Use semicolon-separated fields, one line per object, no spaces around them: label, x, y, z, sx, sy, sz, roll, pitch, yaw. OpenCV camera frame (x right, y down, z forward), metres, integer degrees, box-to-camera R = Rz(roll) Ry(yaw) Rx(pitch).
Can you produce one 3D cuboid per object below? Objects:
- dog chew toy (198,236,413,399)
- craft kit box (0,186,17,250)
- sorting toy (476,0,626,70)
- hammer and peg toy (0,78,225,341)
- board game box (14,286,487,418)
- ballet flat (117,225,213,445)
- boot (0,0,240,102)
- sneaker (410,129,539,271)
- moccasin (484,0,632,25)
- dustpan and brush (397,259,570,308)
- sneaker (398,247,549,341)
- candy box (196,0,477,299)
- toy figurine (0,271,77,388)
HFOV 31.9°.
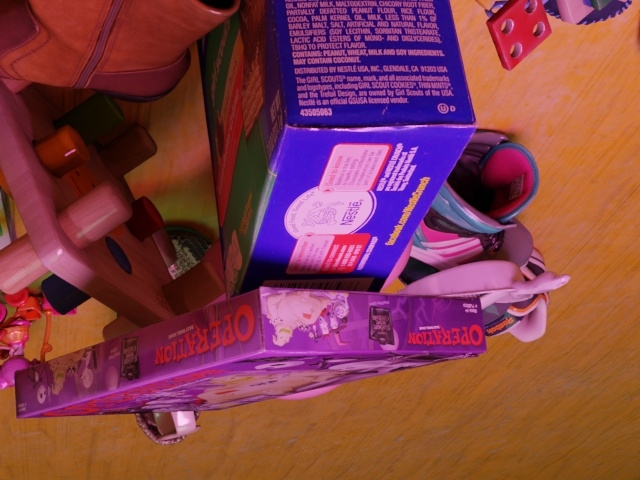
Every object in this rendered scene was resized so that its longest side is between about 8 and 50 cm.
dog chew toy;0.000;0.000;1.168;0.207;0.206;0.331;14;112;-39
craft kit box;-0.454;-0.025;1.179;0.250;0.061;0.246;-3;151;-12
sorting toy;0.211;-0.232;0.787;0.274;0.046;0.132;-40;133;-13
hammer and peg toy;-0.192;-0.012;1.059;0.127;0.266;0.361;-33;149;6
board game box;-0.068;0.095;0.872;0.208;0.056;0.347;10;160;-38
ballet flat;-0.189;0.164;1.505;0.164;0.182;0.483;-3;153;-12
boot;-0.208;-0.162;0.781;0.264;0.096;0.280;18;173;-13
sneaker;0.193;-0.041;1.297;0.296;0.123;0.178;16;154;-39
moccasin;0.154;-0.239;0.871;0.138;0.116;0.342;-26;149;31
dustpan and brush;0.207;0.055;1.295;0.147;0.060;0.211;4;156;-34
sneaker;0.201;0.053;1.477;0.321;0.127;0.126;17;145;-40
candy box;-0.011;-0.142;0.786;0.122;0.317;0.268;-1;153;-13
toy figurine;-0.366;0.129;1.398;0.173;0.159;0.130;-8;154;-2
